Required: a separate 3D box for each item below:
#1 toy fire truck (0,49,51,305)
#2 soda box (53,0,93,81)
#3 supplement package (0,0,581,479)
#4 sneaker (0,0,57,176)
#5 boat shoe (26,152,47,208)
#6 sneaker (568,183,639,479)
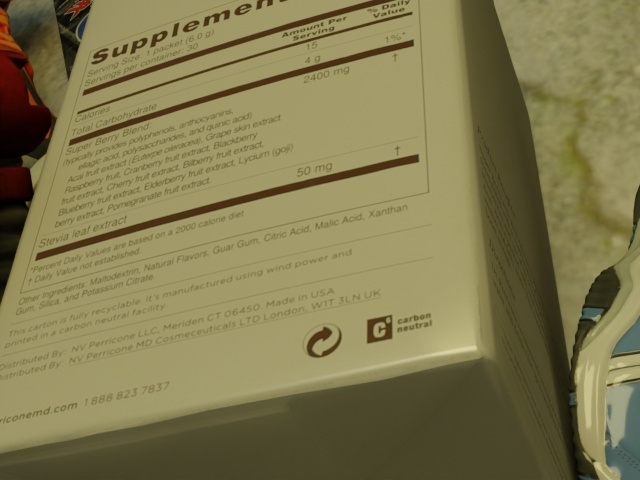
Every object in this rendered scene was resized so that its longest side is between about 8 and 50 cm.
[{"bbox_3d":[-0.162,0.009,0.478,0.158,0.217,0.246,-8,3,21],"label":"toy fire truck"},{"bbox_3d":[-0.141,-0.123,0.759,0.053,0.060,0.169,-26,41,2],"label":"soda box"},{"bbox_3d":[0.000,0.000,0.470,0.175,0.177,0.293,-14,43,17],"label":"supplement package"},{"bbox_3d":[-0.247,-0.151,0.760,0.321,0.124,0.180,27,90,43],"label":"sneaker"},{"bbox_3d":[-0.075,-0.069,0.660,0.228,0.081,0.069,-45,46,-6],"label":"boat shoe"},{"bbox_3d":[0.154,0.033,0.426,0.081,0.080,0.211,3,51,34],"label":"sneaker"}]
